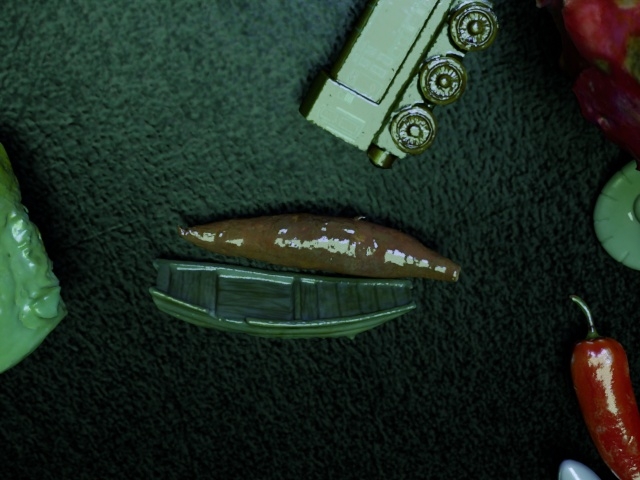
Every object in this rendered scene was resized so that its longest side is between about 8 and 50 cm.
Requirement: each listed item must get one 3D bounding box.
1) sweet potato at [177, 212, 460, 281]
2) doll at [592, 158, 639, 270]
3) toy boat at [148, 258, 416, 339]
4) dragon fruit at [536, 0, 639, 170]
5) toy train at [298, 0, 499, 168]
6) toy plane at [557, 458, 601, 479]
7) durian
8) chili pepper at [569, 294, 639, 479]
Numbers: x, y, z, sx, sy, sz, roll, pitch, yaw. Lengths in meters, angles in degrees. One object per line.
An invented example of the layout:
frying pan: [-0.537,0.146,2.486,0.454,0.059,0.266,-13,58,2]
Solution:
sweet potato: [0.000,0.000,0.986,0.315,0.066,0.072,9,100,-5]
doll: [0.473,-0.001,0.986,0.268,0.216,0.284,-32,92,31]
toy boat: [-0.042,0.069,0.991,0.293,0.093,0.055,5,126,-6]
dragon fruit: [0.354,-0.181,0.794,0.386,0.371,0.249,37,92,3]
toy train: [0.085,-0.189,0.919,0.137,0.090,0.225,27,104,-10]
toy plane: [0.362,0.368,1.122,0.251,0.101,0.255,-33,104,6]
durian: [-0.404,0.045,0.906,0.256,0.204,0.339,-18,100,-14]
chili pepper: [0.344,0.194,1.059,0.071,0.063,0.272,-18,90,14]
